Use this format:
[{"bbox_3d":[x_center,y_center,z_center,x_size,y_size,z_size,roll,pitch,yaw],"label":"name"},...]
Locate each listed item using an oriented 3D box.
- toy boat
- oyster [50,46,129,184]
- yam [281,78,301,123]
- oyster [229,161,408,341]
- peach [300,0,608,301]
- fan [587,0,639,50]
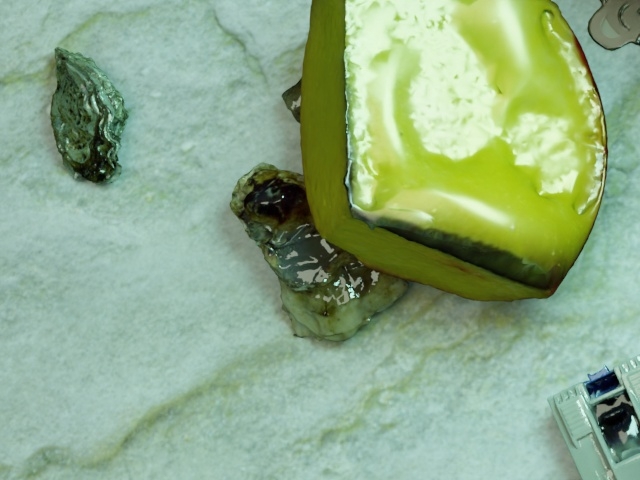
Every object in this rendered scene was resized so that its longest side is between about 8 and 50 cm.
[{"bbox_3d":[0.348,0.264,1.659,0.129,0.088,0.295,-27,72,14],"label":"toy boat"},{"bbox_3d":[-0.286,-0.156,1.982,0.125,0.064,0.177,-5,89,34],"label":"oyster"},{"bbox_3d":[0.069,-0.223,1.861,0.253,0.061,0.061,-36,71,10],"label":"yam"},{"bbox_3d":[-0.016,0.002,1.836,0.161,0.107,0.233,-39,72,1],"label":"oyster"},{"bbox_3d":[0.140,-0.108,1.722,0.306,0.242,0.380,-6,79,-8],"label":"peach"},{"bbox_3d":[0.411,-0.278,1.774,0.227,0.008,0.152,6,82,22],"label":"fan"}]
